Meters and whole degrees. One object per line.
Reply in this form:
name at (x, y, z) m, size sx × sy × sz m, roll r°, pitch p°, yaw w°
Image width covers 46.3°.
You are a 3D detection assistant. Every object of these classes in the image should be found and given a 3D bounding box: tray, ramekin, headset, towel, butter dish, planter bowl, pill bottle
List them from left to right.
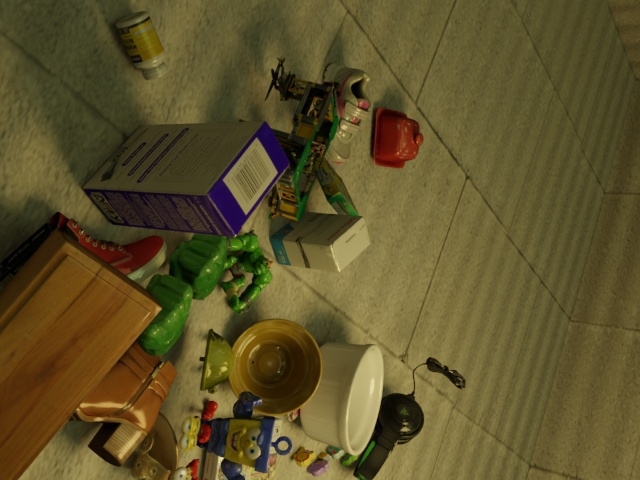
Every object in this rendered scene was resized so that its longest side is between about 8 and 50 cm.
tray at (-0.463, 0.203, 1.177) m, size 0.411 × 0.076 × 0.203 m, roll -50°, pitch 125°, yaw -3°
pill bottle at (-0.332, -0.365, 1.406) m, size 0.065 × 0.065 × 0.116 m, roll -46°, pitch 127°, yaw -37°
planter bowl at (-0.111, 0.287, 1.720) m, size 0.217 × 0.090 × 0.217 m, roll 1°, pitch 86°, yaw -13°
towel at (-0.053, 0.334, 1.835) m, size 0.144 × 0.029 × 0.197 m, roll 26°, pitch 73°, yaw -82°
ramekin at (0.055, 0.388, 1.886) m, size 0.277 × 0.135 × 0.277 m, roll 8°, pitch 90°, yaw -69°
butter dish at (0.230, -0.281, 2.069) m, size 0.159 × 0.118 × 0.160 m, roll 0°, pitch 95°, yaw -50°
headset at (0.236, 0.506, 2.071) m, size 0.394 × 0.185 × 0.243 m, roll -58°, pitch 172°, yaw -11°

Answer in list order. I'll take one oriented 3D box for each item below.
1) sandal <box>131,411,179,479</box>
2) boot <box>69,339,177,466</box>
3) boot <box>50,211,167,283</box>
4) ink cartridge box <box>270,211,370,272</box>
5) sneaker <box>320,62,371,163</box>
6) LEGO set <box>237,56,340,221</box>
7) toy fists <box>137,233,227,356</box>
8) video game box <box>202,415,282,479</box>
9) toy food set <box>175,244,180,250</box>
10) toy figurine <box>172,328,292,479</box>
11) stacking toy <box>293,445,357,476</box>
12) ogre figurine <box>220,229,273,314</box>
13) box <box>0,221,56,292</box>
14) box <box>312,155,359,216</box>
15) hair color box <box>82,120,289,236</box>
sandal at (-0.338, 0.467, 1.496) m, size 0.079 × 0.088 × 0.240 m, roll -23°, pitch 118°, yaw -54°
boot at (-0.393, 0.253, 1.393) m, size 0.283 × 0.109 × 0.220 m, roll 53°, pitch 47°, yaw -27°
boot at (-0.398, 0.007, 1.364) m, size 0.244 × 0.088 × 0.176 m, roll -35°, pitch 119°, yaw -39°
ink cartridge box at (0.000, 0.000, 1.766) m, size 0.139 × 0.190 × 0.082 m, roll -40°, pitch 125°, yaw -39°
sneaker at (0.064, -0.318, 1.864) m, size 0.103 × 0.111 × 0.252 m, roll -2°, pitch 97°, yaw -51°
LEGO set at (-0.098, -0.223, 1.674) m, size 0.255 × 0.192 × 0.331 m, roll 65°, pitch 44°, yaw -74°
toy fists at (-0.269, 0.088, 1.447) m, size 0.279 × 0.096 × 0.142 m, roll -56°, pitch 177°, yaw -35°
video game box at (-0.181, 0.509, 1.728) m, size 0.205 × 0.048 × 0.187 m, roll 10°, pitch 86°, yaw -51°
toy food set at (-0.273, 0.045, 1.571) m, size 0.083 × 0.020 × 0.083 m, roll 9°, pitch 88°, yaw -51°
toy figurine at (-0.157, 0.381, 1.554) m, size 0.191 × 0.217 × 0.363 m, roll 61°, pitch 38°, yaw -79°
stacking toy at (0.023, 0.578, 1.986) m, size 0.221 × 0.052 × 0.167 m, roll -37°, pitch 123°, yaw -43°
ogre figurine at (-0.172, 0.058, 1.647) m, size 0.118 × 0.097 × 0.197 m, roll -34°, pitch 106°, yaw -23°
box at (-0.443, 0.087, 1.249) m, size 0.147 × 0.077 × 0.180 m, roll -45°, pitch 117°, yaw -8°
box at (0.031, -0.135, 1.844) m, size 0.105 × 0.043 × 0.179 m, roll 48°, pitch 16°, yaw -42°
hair color box at (-0.243, -0.114, 1.332) m, size 0.185 × 0.338 × 0.110 m, roll -56°, pitch 135°, yaw -30°
